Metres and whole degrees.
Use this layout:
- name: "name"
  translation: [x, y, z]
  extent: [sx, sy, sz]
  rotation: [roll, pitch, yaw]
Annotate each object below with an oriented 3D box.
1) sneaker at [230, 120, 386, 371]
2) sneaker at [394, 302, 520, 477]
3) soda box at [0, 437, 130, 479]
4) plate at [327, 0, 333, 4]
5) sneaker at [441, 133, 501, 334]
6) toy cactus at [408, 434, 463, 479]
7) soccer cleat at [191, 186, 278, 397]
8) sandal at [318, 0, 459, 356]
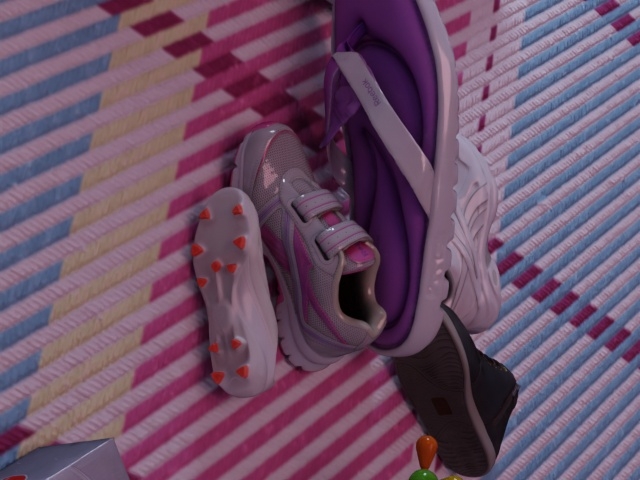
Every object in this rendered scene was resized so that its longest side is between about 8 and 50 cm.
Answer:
- name: "sneaker"
  translation: [0.000, 0.000, 1.579]
  extent: [0.103, 0.111, 0.252]
  rotation: [-32, 105, -49]
- name: "sneaker"
  translation: [0.147, 0.135, 1.748]
  extent: [0.118, 0.083, 0.222]
  rotation: [-56, 136, -47]
- name: "soda box"
  translation: [-0.263, 0.249, 1.220]
  extent: [0.286, 0.098, 0.091]
  rotation: [-30, 104, -50]
- name: "plate"
  translation: [0.025, -0.382, 1.738]
  extent: [0.277, 0.045, 0.278]
  rotation: [24, 60, -48]
- name: "sneaker"
  translation: [0.131, -0.011, 1.757]
  extent: [0.115, 0.090, 0.232]
  rotation: [-4, 83, -47]
- name: "toy cactus"
  translation: [0.058, 0.269, 1.567]
  extent: [0.180, 0.219, 0.112]
  rotation: [89, -8, -64]
- name: "soccer cleat"
  translation: [-0.076, 0.049, 1.521]
  extent: [0.076, 0.068, 0.196]
  rotation: [10, 74, -64]
- name: "sandal"
  translation: [0.055, -0.089, 1.617]
  extent: [0.102, 0.169, 0.416]
  rotation: [-5, 89, -40]
